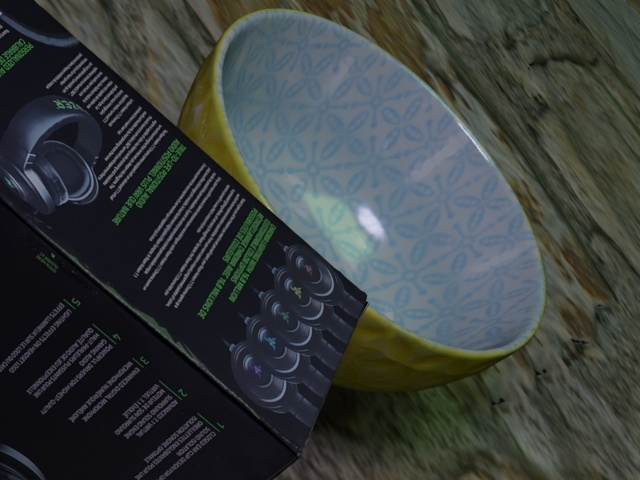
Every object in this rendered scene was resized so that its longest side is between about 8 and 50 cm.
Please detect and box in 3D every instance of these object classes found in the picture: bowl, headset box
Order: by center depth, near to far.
[{"bbox_3d":[-0.153,0.046,0.680,0.283,0.246,0.131,41,32,-9],"label":"headset box"},{"bbox_3d":[0.000,0.000,1.002,0.289,0.156,0.289,31,35,-25],"label":"bowl"}]
